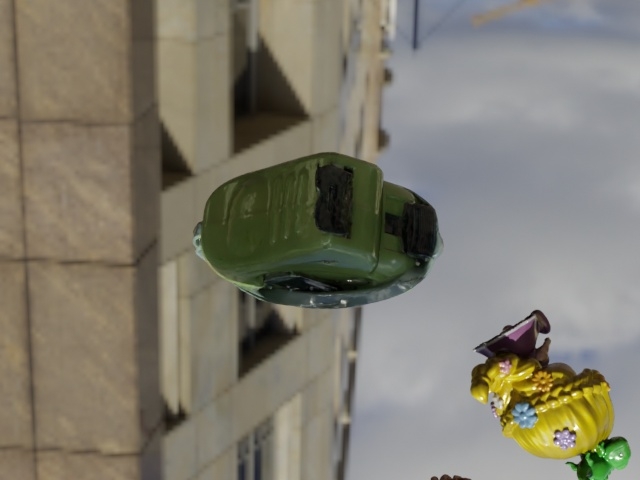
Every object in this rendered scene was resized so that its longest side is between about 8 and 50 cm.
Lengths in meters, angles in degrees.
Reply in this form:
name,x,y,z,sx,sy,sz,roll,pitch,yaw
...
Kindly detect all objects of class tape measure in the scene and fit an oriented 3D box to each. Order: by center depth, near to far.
name,x,y,z,sx,sy,sz,roll,pitch,yaw
tape measure,0.000,0.000,1.182,0.175,0.106,0.200,15,161,-38

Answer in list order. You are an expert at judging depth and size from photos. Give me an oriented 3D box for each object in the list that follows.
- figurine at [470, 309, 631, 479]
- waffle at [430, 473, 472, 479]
name,x,y,z,sx,sy,sz,roll,pitch,yaw
figurine,0.187,0.145,1.272,0.115,0.156,0.095,-30,177,-44
waffle,0.130,0.265,1.539,0.075,0.029,0.083,16,-148,35
